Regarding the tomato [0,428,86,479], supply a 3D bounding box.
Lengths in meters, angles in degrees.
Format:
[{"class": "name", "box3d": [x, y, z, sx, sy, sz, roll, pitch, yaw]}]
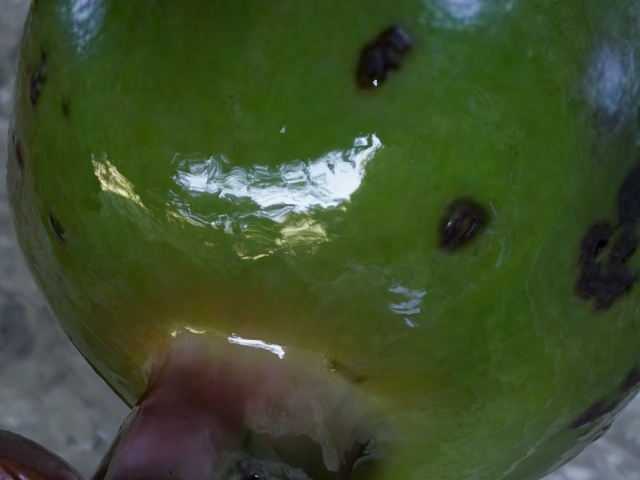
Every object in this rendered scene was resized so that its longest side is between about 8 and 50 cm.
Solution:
[{"class": "tomato", "box3d": [-0.285, 0.246, 1.365, 0.228, 0.101, 0.228, -2, 76, 8]}]

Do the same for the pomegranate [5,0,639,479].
[{"class": "pomegranate", "box3d": [0.020, -0.013, 0.602, 0.291, 0.291, 0.323, -29, 32, 24]}]
